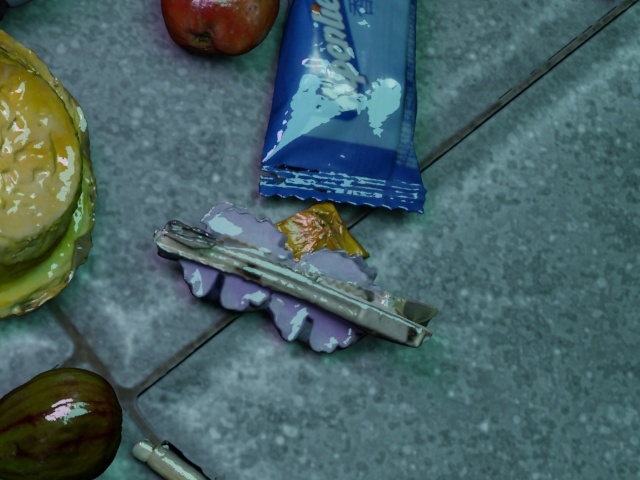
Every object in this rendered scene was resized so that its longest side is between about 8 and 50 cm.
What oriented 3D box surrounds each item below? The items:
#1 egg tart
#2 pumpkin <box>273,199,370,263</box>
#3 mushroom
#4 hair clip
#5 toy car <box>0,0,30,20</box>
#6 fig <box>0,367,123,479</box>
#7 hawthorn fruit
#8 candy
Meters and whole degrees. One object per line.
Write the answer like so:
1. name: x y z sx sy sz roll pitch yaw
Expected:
1. egg tart: -0.306 -0.065 1.512 0.288 0.118 0.288 5 82 -37
2. pumpkin: 0.000 0.002 1.712 0.101 0.035 0.073 -27 90 -31
3. mushroom: -0.103 0.255 1.576 0.187 0.061 0.060 49 46 10
4. hair clip: -0.025 0.044 1.649 0.292 0.084 0.106 21 102 -13
5. toy car: -0.337 -0.338 1.552 0.270 0.212 0.181 21 56 -17
6. fig: -0.250 0.167 1.504 0.154 0.103 0.109 -3 98 -12
7. hawthorn fruit: -0.099 -0.237 1.703 0.128 0.128 0.128 8 70 -23
8. candy: 0.035 -0.187 1.772 0.187 0.077 0.331 9 67 -16
